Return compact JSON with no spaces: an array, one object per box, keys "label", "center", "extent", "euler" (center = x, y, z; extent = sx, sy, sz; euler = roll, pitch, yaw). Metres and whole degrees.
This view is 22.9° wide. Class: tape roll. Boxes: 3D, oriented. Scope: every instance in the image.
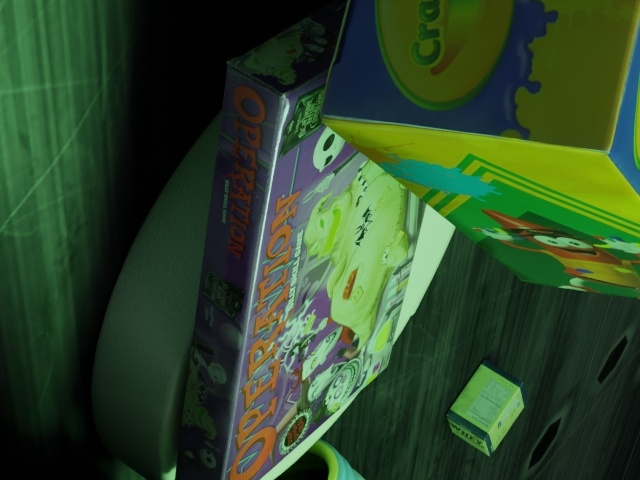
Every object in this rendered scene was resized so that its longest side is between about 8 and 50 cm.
[{"label":"tape roll","center":[-0.013,0.020,1.169],"extent":[0.392,0.072,0.392],"euler":[-45,154,-29]}]

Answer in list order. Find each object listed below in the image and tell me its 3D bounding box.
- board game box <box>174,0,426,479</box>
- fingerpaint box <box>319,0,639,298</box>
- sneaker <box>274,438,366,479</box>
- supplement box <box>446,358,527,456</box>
[{"label":"board game box","center":[0.000,0.000,1.015],"extent":[0.208,0.056,0.347],"euler":[-33,146,-40]},{"label":"fingerpaint box","center":[0.188,-0.215,0.940],"extent":[0.371,0.163,0.445],"euler":[33,69,-62]},{"label":"sneaker","center":[-0.085,0.286,1.325],"extent":[0.319,0.127,0.208],"euler":[-43,141,-11]},{"label":"supplement box","center":[0.199,0.201,1.883],"extent":[0.083,0.056,0.083],"euler":[-54,158,-13]}]
